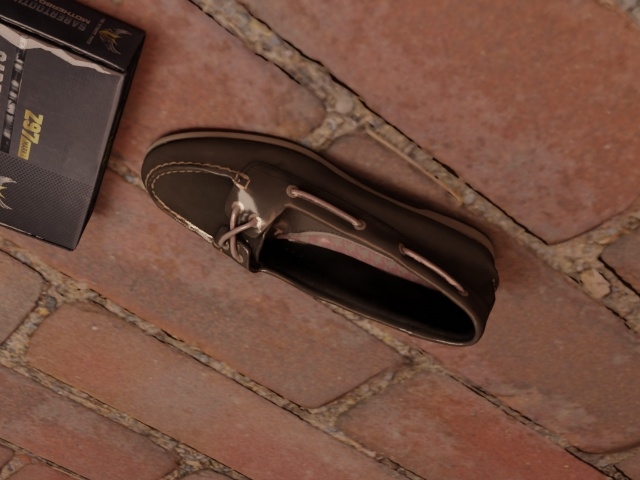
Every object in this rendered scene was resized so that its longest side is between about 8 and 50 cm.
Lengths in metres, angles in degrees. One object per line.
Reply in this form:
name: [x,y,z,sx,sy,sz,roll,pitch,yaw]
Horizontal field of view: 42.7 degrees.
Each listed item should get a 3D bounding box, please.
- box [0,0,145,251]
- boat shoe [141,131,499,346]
box: [-0.264,-0.107,0.682,0.183,0.059,0.233,22,136,-12]
boat shoe: [0.000,0.000,0.708,0.335,0.096,0.112,19,136,-7]
